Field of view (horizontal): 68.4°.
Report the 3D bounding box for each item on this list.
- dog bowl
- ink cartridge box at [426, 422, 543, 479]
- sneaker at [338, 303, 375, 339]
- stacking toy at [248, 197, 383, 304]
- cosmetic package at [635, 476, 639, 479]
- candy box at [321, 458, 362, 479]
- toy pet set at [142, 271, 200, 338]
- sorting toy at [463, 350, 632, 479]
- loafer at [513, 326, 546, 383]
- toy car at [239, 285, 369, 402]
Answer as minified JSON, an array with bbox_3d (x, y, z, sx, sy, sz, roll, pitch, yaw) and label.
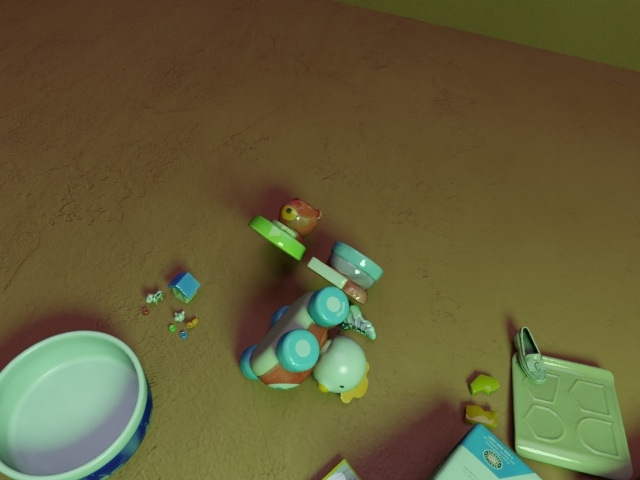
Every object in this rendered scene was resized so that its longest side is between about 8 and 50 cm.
[{"bbox_3d":[-0.448,0.304,0.855,0.265,0.104,0.264,4,51,-5],"label":"dog bowl"},{"bbox_3d":[0.241,0.481,0.735,0.223,0.129,0.308,42,43,23],"label":"ink cartridge box"},{"bbox_3d":[0.073,0.194,1.052,0.069,0.038,0.098,-23,48,-21],"label":"sneaker"},{"bbox_3d":[0.000,0.000,1.033,0.309,0.279,0.130,33,85,14],"label":"stacking toy"},{"bbox_3d":[0.591,0.476,0.829,0.238,0.127,0.107,-21,56,-20],"label":"cosmetic package"},{"bbox_3d":[0.000,0.489,0.810,0.206,0.027,0.105,-31,64,-27],"label":"candy box"},{"bbox_3d":[-0.315,0.131,1.035,0.122,0.065,0.114,26,53,13],"label":"toy pet set"},{"bbox_3d":[0.458,0.345,0.979,0.308,0.041,0.229,11,48,10],"label":"sorting toy"},{"bbox_3d":[0.452,0.244,1.016,0.045,0.039,0.125,-4,47,-3],"label":"loafer"},{"bbox_3d":[0.003,0.243,0.934,0.238,0.219,0.210,45,55,-8],"label":"toy car"}]
